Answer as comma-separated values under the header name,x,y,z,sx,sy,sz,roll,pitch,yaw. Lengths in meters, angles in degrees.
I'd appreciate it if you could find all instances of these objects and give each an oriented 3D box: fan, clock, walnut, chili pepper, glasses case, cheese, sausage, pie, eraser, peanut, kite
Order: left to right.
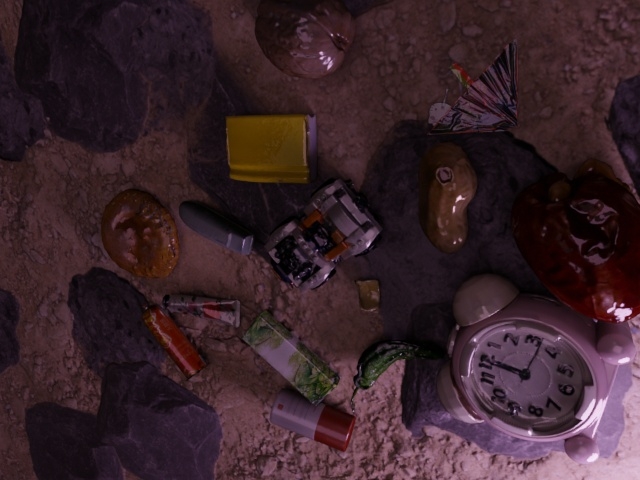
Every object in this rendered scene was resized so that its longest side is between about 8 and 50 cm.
name,x,y,z,sx,sy,sz,roll,pitch,yaw
pie,-0.507,-0.014,1.276,0.273,0.069,0.274,4,106,15
sausage,-0.440,0.288,1.332,0.083,0.083,0.264,-41,87,25
eraser,-0.115,-0.218,1.069,0.225,0.069,0.158,4,104,20
glasses case,-0.078,0.310,1.205,0.272,0.062,0.095,42,107,5
walnut,-0.042,-0.433,0.934,0.230,0.178,0.178,35,114,21
cheese,0.115,0.135,1.094,0.060,0.041,0.084,-5,87,15
chili pepper,0.159,0.306,1.111,0.278,0.065,0.122,-36,86,21
fan,0.257,-0.278,0.946,0.055,0.004,0.084,17,109,15
peanut,0.263,-0.084,0.940,0.120,0.110,0.237,-4,105,13
kite,0.320,-0.283,0.913,0.241,0.014,0.183,-43,88,24
clock,0.421,0.253,0.941,0.325,0.184,0.343,13,104,22
walnut,0.497,-0.001,0.837,0.221,0.243,0.269,-5,115,61

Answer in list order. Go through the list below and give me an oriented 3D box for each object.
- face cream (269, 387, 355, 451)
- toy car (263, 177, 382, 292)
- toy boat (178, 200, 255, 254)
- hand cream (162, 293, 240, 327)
name,x,y,z,sx,sy,sz,roll,pitch,yaw
face cream,-0.021,0.480,1.211,0.214,0.096,0.096,16,110,16
toy car,-0.001,0.001,1.064,0.301,0.118,0.193,-39,91,26
toy boat,-0.276,-0.041,1.181,0.260,0.085,0.078,26,113,24
hand cream,-0.337,0.191,1.284,0.233,0.050,0.080,7,103,12
